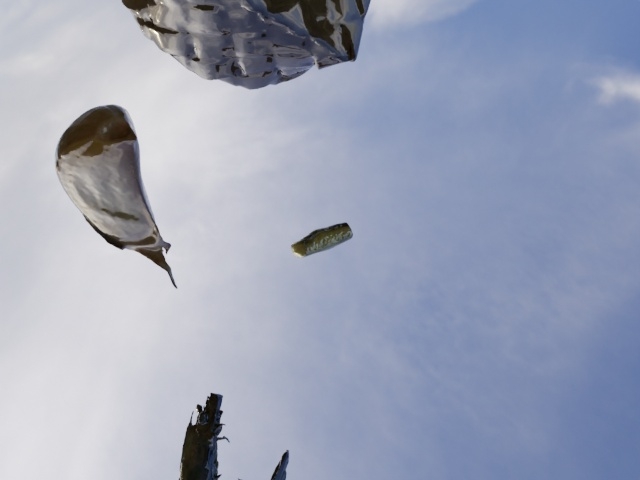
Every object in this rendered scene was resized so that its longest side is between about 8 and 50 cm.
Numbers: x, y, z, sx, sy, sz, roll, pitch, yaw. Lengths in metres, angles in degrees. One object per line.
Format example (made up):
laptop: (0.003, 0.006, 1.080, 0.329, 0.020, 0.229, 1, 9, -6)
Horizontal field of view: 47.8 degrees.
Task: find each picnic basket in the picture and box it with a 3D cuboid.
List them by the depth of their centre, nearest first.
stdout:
picnic basket: (-0.104, -0.328, 0.806, 0.337, 0.293, 0.337, -33, -135, 41)

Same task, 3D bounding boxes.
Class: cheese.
cheese: (0.000, 0.000, 0.900, 0.083, 0.030, 0.044, -21, 173, -31)

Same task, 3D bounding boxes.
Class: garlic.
garlic: (-0.352, -0.075, 1.248, 0.151, 0.338, 0.196, -32, -134, -29)

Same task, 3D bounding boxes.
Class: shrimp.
shrimp: (-0.118, 0.308, 0.984, 0.150, 0.217, 0.051, 3, -163, -6)
